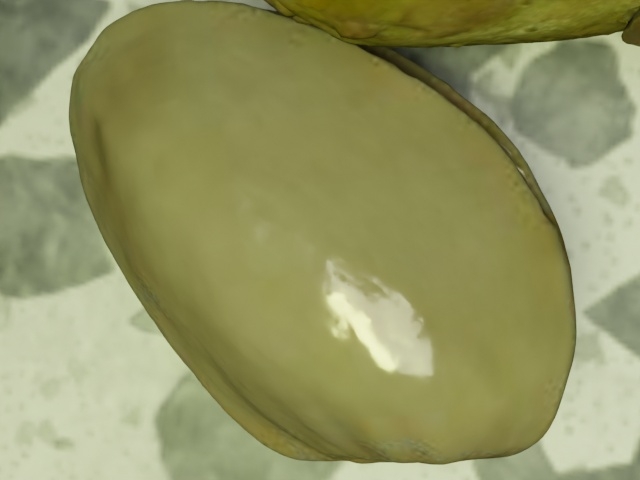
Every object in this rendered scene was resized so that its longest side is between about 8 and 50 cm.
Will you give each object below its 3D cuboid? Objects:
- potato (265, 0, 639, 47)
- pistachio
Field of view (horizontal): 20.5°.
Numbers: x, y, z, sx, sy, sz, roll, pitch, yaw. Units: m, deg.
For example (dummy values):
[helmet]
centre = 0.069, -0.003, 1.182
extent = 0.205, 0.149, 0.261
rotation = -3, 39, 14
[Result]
[potato]
centre = 0.069, -0.168, 0.641
extent = 0.300, 0.196, 0.246
rotation = 19, 57, -19
[pistachio]
centre = 0.000, 0.000, 0.672
extent = 0.223, 0.126, 0.152
rotation = 38, 107, 11
